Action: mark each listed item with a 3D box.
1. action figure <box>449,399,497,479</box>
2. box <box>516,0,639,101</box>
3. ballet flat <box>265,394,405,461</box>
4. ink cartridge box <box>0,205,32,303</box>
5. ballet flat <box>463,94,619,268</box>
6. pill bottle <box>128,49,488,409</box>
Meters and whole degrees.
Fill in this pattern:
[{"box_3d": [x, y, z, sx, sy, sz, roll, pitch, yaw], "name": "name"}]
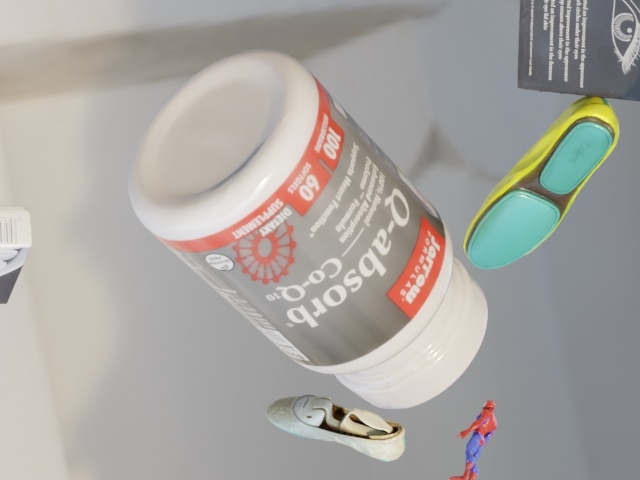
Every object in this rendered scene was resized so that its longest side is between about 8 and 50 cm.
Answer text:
[{"box_3d": [0.167, 0.219, 2.028, 0.030, 0.038, 0.115, 5, -131, 31], "name": "action figure"}, {"box_3d": [0.310, -0.229, 1.892, 0.207, 0.153, 0.108, 9, -154, 18], "name": "box"}, {"box_3d": [0.020, 0.205, 2.164, 0.168, 0.052, 0.057, 16, -136, 6], "name": "ballet flat"}, {"box_3d": [-0.372, 0.026, 1.652, 0.206, 0.045, 0.208, -1, 159, -18], "name": "ink cartridge box"}, {"box_3d": [0.230, -0.064, 1.940, 0.231, 0.077, 0.077, -51, -162, 34], "name": "ballet flat"}, {"box_3d": [0.000, 0.000, 1.815, 0.210, 0.210, 0.363, -10, 141, 37], "name": "pill bottle"}]
